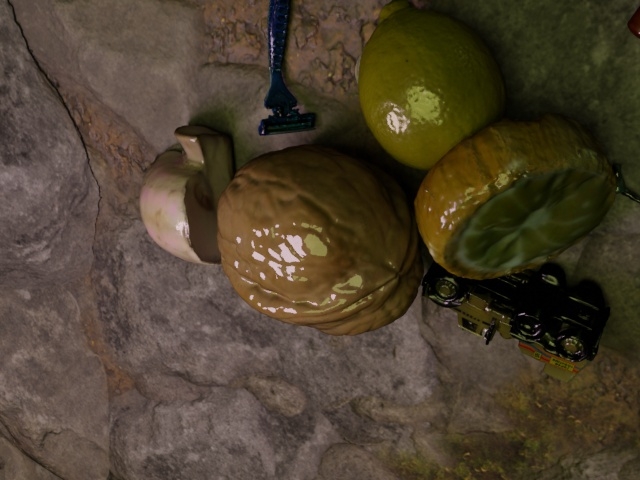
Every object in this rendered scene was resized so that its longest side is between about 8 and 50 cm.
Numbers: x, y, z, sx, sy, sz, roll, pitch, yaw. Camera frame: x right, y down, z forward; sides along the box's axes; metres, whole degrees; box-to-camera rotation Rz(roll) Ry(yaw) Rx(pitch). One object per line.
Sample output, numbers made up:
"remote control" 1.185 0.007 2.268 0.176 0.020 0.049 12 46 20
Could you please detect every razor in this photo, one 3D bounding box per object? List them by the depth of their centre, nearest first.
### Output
"razor" -0.059 -0.318 1.097 0.056 0.093 0.323 30 127 53

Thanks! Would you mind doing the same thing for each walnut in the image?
"walnut" 0.002 -0.002 1.082 0.313 0.252 0.277 22 128 43

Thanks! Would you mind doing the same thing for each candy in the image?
"candy" 0.248 -0.053 0.967 0.260 0.260 0.118 -48 45 34

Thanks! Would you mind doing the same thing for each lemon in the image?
"lemon" 0.140 -0.200 0.980 0.184 0.184 0.248 -29 92 33

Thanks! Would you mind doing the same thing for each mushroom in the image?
"mushroom" -0.246 -0.064 1.235 0.174 0.162 0.236 6 114 21

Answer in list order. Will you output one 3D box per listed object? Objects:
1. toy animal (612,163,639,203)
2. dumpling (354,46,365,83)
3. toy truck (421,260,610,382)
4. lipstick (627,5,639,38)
"toy animal" 0.504 -0.050 0.954 0.253 0.070 0.079 5 80 36
"dumpling" 0.072 -0.244 1.075 0.059 0.043 0.077 -3 117 50
"toy truck" 0.276 0.097 1.092 0.257 0.127 0.127 27 136 13
"lipstick" 0.448 -0.353 0.821 0.081 0.081 0.299 33 121 8
